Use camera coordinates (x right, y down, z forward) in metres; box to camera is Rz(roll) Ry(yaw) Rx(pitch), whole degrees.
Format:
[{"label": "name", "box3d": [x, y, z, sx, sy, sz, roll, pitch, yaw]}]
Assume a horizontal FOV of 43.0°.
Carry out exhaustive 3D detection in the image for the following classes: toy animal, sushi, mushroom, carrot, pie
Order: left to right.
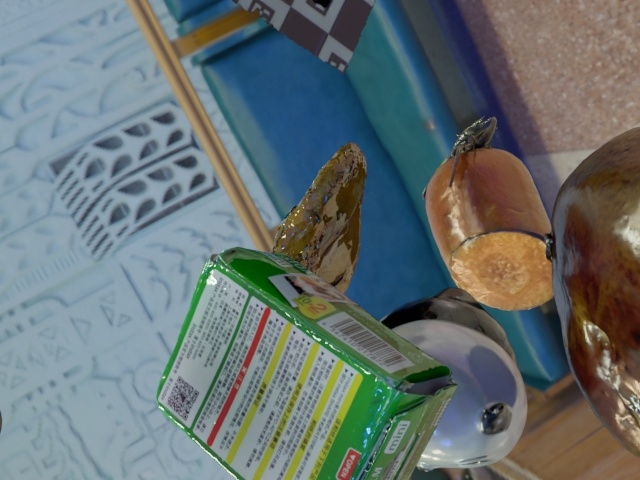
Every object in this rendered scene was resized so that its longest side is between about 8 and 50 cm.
[{"label": "sushi", "box3d": [-0.066, -0.494, 1.344, 0.373, 0.297, 0.100, 25, 177, -34]}, {"label": "pie", "box3d": [-0.001, 0.000, 1.062, 0.069, 0.273, 0.273, 19, 151, 17]}, {"label": "toy animal", "box3d": [0.131, 0.159, 0.896, 0.235, 0.187, 0.165, -59, -21, -76]}, {"label": "carrot", "box3d": [0.281, -0.056, 1.421, 0.193, 0.214, 0.331, -45, 40, 40]}, {"label": "mushroom", "box3d": [0.365, 0.045, 0.778, 0.345, 0.259, 0.346, 165, 90, -79]}]

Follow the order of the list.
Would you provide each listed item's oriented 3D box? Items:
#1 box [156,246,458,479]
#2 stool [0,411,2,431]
[{"label": "box", "box3d": [-0.023, 0.130, 0.727, 0.250, 0.180, 0.103, 32, -167, 34]}, {"label": "stool", "box3d": [-0.518, 0.291, 1.072, 0.228, 0.153, 0.139, -100, 33, -57]}]
